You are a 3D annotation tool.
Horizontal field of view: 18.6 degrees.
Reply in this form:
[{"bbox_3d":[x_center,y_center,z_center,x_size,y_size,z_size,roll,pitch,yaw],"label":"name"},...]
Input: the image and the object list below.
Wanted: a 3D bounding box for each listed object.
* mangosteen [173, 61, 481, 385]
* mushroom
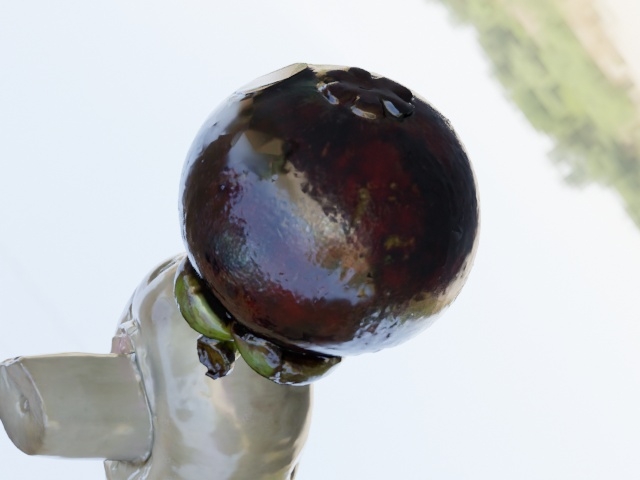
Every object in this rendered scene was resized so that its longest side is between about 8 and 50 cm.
[{"bbox_3d":[0.000,-0.017,1.823,0.311,0.311,0.311,52,-170,-12],"label":"mangosteen"},{"bbox_3d":[-0.153,0.200,2.222,0.325,0.353,0.353,55,-170,5],"label":"mushroom"}]
